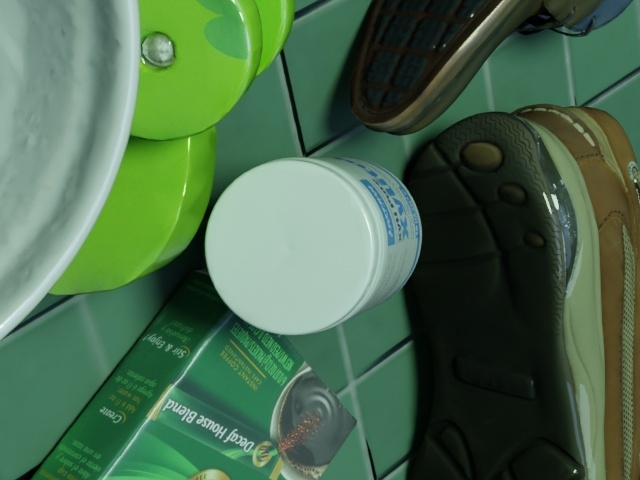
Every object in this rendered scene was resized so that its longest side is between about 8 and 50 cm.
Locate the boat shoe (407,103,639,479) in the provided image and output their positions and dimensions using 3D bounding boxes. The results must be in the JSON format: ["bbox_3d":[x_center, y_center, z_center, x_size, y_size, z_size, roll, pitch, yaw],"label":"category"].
[{"bbox_3d":[0.124,0.085,0.774,0.120,0.122,0.324,-22,120,-41],"label":"boat shoe"}]

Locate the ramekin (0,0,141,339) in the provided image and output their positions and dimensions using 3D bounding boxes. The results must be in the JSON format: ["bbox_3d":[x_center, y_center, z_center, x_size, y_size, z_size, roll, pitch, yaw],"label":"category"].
[{"bbox_3d":[-0.166,-0.059,0.432,0.207,0.109,0.207,-13,113,-32],"label":"ramekin"}]

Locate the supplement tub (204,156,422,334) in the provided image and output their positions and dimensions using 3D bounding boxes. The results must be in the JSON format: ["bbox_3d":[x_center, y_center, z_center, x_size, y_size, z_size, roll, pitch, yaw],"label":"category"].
[{"bbox_3d":[0.000,0.000,0.628,0.107,0.071,0.071,-16,120,-77],"label":"supplement tub"}]

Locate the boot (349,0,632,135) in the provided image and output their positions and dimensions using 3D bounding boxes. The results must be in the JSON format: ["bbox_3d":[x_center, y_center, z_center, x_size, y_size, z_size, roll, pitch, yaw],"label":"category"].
[{"bbox_3d":[0.101,-0.113,0.709,0.219,0.082,0.106,-56,132,-17],"label":"boot"}]

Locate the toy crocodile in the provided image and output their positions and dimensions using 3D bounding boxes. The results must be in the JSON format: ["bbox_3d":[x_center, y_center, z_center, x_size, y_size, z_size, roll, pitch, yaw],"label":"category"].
[{"bbox_3d":[-0.067,-0.145,0.526,0.115,0.105,0.340,-70,162,-71],"label":"toy crocodile"}]

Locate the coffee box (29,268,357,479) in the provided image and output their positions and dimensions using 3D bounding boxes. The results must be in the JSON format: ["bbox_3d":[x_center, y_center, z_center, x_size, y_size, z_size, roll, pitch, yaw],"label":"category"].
[{"bbox_3d":[-0.069,0.118,0.651,0.184,0.040,0.113,-52,133,-18],"label":"coffee box"}]
